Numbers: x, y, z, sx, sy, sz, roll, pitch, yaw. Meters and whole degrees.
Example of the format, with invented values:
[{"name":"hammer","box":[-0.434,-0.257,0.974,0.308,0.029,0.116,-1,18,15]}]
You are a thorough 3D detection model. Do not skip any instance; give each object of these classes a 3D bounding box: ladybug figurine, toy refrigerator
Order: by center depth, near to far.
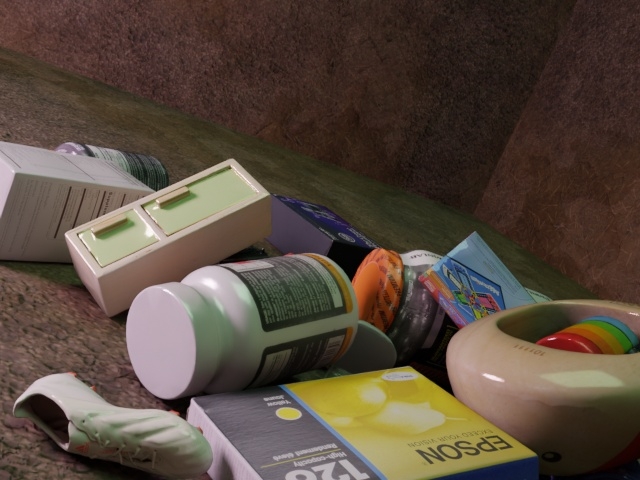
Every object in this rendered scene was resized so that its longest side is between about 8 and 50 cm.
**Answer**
[{"name":"ladybug figurine","box":[0.343,0.185,1.001,0.305,0.162,0.449,11,13,44]},{"name":"toy refrigerator","box":[-0.207,-0.012,1.077,0.269,0.094,0.102,-28,54,-25]}]

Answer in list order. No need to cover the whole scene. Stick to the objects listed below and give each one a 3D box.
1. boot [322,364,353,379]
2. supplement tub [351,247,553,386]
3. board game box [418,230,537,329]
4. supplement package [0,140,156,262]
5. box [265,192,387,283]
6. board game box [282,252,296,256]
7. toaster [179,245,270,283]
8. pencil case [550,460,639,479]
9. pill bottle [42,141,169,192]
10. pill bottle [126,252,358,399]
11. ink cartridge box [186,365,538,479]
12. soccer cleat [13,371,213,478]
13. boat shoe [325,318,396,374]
[{"name":"boot","box":[0.090,0.237,0.992,0.208,0.076,0.189,31,1,3]},{"name":"supplement tub","box":[0.224,0.142,1.303,0.338,0.207,0.207,20,13,-16]},{"name":"board game box","box":[0.290,0.129,1.198,0.145,0.027,0.281,-34,82,-38]},{"name":"supplement package","box":[-0.397,-0.053,1.150,0.139,0.134,0.244,33,16,36]},{"name":"box","box":[0.000,0.000,1.716,0.184,0.103,0.261,8,20,-41]},{"name":"board game box","box":[-0.004,0.093,1.453,0.193,0.045,0.147,26,13,11]},{"name":"toaster","box":[-0.190,0.032,1.228,0.168,0.110,0.185,30,15,23]},{"name":"pencil case","box":[0.378,0.319,1.080,0.119,0.133,0.306,66,14,-5]},{"name":"pill bottle","box":[-0.399,-0.103,1.356,0.130,0.130,0.245,32,16,33]},{"name":"pill bottle","box":[-0.092,0.105,0.966,0.162,0.162,0.278,33,24,34]},{"name":"ink cartridge box","box":[0.060,0.229,0.769,0.303,0.072,0.307,0,14,-33]},{"name":"soccer cleat","box":[-0.198,0.185,0.727,0.196,0.068,0.076,20,17,13]},{"name":"boat shoe","box":[-0.013,0.137,1.180,0.267,0.096,0.088,13,19,-8]}]
